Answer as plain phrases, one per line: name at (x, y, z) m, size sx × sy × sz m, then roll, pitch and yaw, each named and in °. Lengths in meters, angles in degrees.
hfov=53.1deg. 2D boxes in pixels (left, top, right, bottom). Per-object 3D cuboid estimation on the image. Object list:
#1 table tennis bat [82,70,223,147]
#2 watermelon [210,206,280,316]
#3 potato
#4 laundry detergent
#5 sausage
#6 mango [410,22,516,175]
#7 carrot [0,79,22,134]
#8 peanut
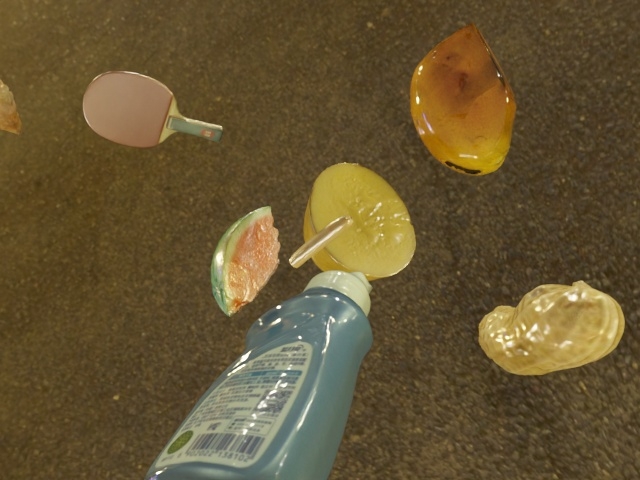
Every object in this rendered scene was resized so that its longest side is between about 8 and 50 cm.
table tennis bat at (-0.328, -0.246, 1.273) m, size 0.021 × 0.274 × 0.154 m, roll -108°, pitch 37°, yaw -51°
watermelon at (-0.186, 0.038, 1.353) m, size 0.146 × 0.128 × 0.231 m, roll -8°, pitch 39°, yaw 50°
potato at (0.043, -0.012, 1.105) m, size 0.178 × 0.203 × 0.158 m, roll -51°, pitch 5°, yaw -28°
laundry detergent at (-0.028, 0.130, 0.584) m, size 0.143 × 0.094 × 0.290 m, roll -17°, pitch 24°, yaw 35°
sausage at (0.000, 0.000, 0.949) m, size 0.132 × 0.024 × 0.024 m, roll -39°, pitch 48°, yaw 35°
mango at (0.234, -0.218, 1.052) m, size 0.166 × 0.136 × 0.236 m, roll -30°, pitch 65°, yaw 28°
carrot at (-0.443, -0.206, 0.744) m, size 0.102 × 0.263 × 0.102 m, roll -11°, pitch 58°, yaw 19°
peanut at (0.387, 0.160, 1.135) m, size 0.325 × 0.140 × 0.153 m, roll 149°, pitch 112°, yaw -64°
